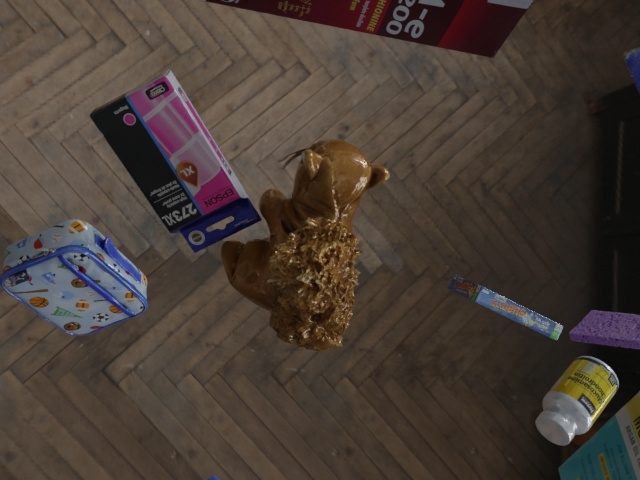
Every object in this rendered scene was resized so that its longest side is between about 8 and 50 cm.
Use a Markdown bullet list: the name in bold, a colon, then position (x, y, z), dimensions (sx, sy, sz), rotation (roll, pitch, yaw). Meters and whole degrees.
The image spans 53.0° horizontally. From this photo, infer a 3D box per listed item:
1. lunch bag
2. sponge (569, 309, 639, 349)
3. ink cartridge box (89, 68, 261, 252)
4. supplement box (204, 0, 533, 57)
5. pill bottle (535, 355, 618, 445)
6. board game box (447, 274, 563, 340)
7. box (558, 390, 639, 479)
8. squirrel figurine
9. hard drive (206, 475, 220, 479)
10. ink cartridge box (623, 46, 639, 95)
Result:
- **lunch bag**: position (-0.540, 0.087, 1.434), dimensions (0.243, 0.303, 0.114), rotation (-19, 51, 11)
- **sponge**: position (0.762, 0.228, 1.654), dimensions (0.117, 0.210, 0.031), rotation (-32, 105, -27)
- **ink cartridge box**: position (-0.286, -0.143, 1.312), dimensions (0.176, 0.069, 0.370), rotation (-26, 117, 9)
- **supplement box**: position (0.034, -0.212, 0.443), dimensions (0.240, 0.130, 0.073), rotation (8, 69, -8)
- **pill bottle**: position (0.523, 0.330, 1.317), dimensions (0.184, 0.103, 0.103), rotation (-38, 97, -29)
- **board game box**: position (0.378, 0.137, 1.322), dimensions (0.201, 0.136, 0.035), rotation (26, 91, -14)
- **box**: position (0.284, 0.165, 0.495), dimensions (0.060, 0.244, 0.100), rotation (15, 39, -9)
- **squirrel figurine**: position (0.000, 0.000, 1.281), dimensions (0.281, 0.397, 0.370), rotation (16, 121, -23)
- **hard drive**: position (-0.221, 0.694, 1.448), dimensions (0.210, 0.319, 0.040), rotation (-25, 131, -40)
- **ink cartridge box**: position (0.358, -0.108, 0.454), dimensions (0.223, 0.224, 0.045), rotation (25, 55, -50)
